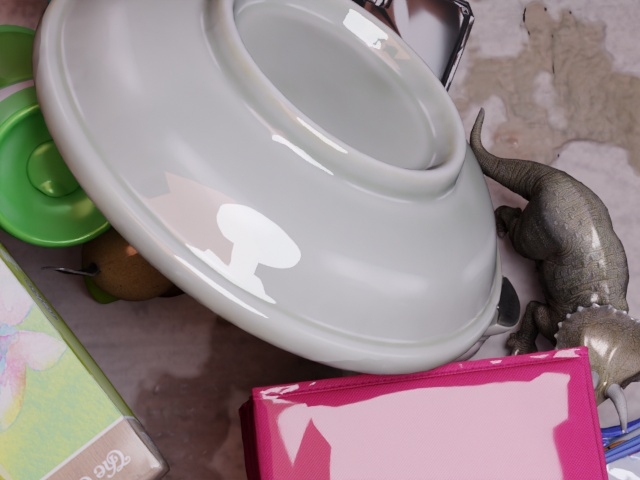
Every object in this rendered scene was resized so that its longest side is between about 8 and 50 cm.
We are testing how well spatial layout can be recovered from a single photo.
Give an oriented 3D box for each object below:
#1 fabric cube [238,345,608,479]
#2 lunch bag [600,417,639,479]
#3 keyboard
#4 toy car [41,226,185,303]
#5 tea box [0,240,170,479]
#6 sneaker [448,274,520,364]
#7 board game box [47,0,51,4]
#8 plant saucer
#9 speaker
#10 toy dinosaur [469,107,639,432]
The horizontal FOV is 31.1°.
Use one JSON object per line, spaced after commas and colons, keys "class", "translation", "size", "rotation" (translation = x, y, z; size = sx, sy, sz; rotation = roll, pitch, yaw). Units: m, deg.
{"class": "fabric cube", "translation": [0.078, 0.236, 0.903], "size": [0.254, 0.259, 0.258], "rotation": [-6, 79, -7]}
{"class": "lunch bag", "translation": [0.351, 0.250, 1.009], "size": [0.303, 0.115, 0.243], "rotation": [-23, 80, -12]}
{"class": "keyboard", "translation": [-0.004, -0.103, 1.043], "size": [0.202, 0.033, 0.317], "rotation": [22, 90, -9]}
{"class": "toy car", "translation": [-0.154, -0.011, 0.935], "size": [0.155, 0.188, 0.149], "rotation": [-19, 98, 12]}
{"class": "tea box", "translation": [-0.290, 0.113, 0.850], "size": [0.220, 0.329, 0.323], "rotation": [-39, 84, -13]}
{"class": "sneaker", "translation": [0.000, 0.000, 0.969], "size": [0.330, 0.122, 0.146], "rotation": [43, 122, -6]}
{"class": "board game box", "translation": [-0.098, -0.343, 1.085], "size": [0.336, 0.079, 0.253], "rotation": [-7, 80, -11]}
{"class": "plant saucer", "translation": [-0.004, -0.090, 0.837], "size": [0.400, 0.100, 0.400], "rotation": [27, 35, -21]}
{"class": "speaker", "translation": [-0.232, -0.092, 0.912], "size": [0.131, 0.296, 0.131], "rotation": [-8, 112, -21]}
{"class": "toy dinosaur", "translation": [0.220, 0.018, 1.008], "size": [0.121, 0.160, 0.313], "rotation": [-4, 75, -19]}
